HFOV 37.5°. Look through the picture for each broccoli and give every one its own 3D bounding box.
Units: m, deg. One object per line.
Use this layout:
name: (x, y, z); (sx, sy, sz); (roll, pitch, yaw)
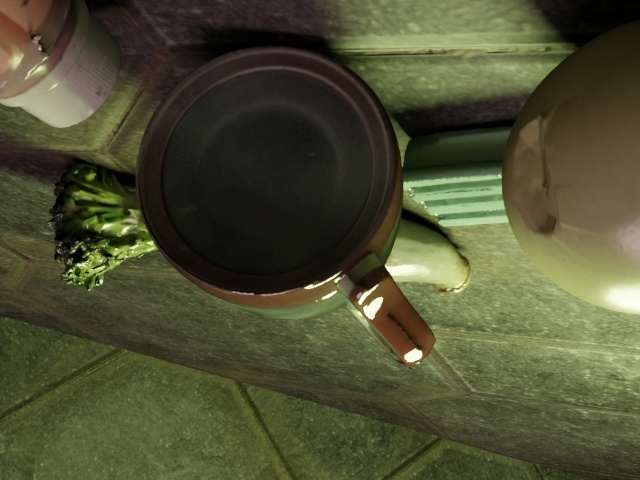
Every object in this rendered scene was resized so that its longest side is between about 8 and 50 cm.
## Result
broccoli: (-0.212, -0.014, 1.269); (0.304, 0.165, 0.145); (0, 154, 0)

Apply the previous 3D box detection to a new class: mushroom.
mushroom: (0.086, 0.016, 1.200); (0.270, 0.103, 0.118); (14, 162, -21)

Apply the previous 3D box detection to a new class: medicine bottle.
medicine bottle: (-0.276, -0.191, 0.753); (0.147, 0.147, 0.247); (0, 158, 31)

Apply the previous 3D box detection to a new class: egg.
egg: (0.252, -0.054, 0.707); (0.219, 0.219, 0.269); (14, 160, -6)

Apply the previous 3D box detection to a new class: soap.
soap: (0.188, -0.066, 0.949); (0.198, 0.063, 0.114); (-2, 155, 35)

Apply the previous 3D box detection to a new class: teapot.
teapot: (0.000, 0.000, 0.942); (0.315, 0.233, 0.312); (48, 178, 16)
